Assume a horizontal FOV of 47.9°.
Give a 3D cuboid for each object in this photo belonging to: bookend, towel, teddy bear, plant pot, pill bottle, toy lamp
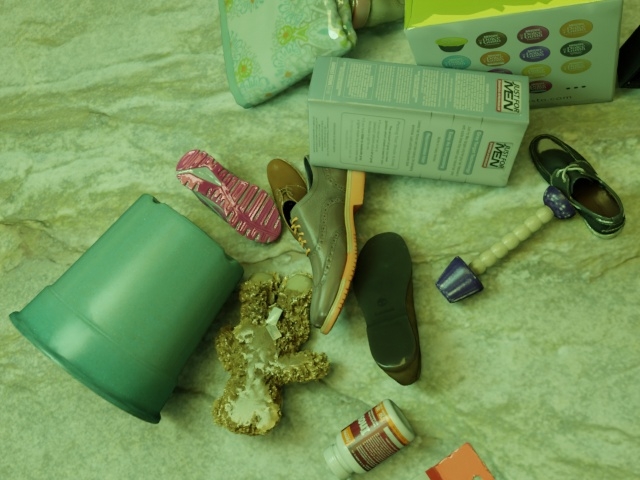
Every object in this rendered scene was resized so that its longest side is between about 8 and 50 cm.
[{"bbox_3d":[0.617,-0.327,1.235,0.157,0.156,0.073,1,73,-4],"label":"bookend"},{"bbox_3d":[-0.089,-0.506,1.517,0.320,0.090,0.375,-21,74,42],"label":"towel"},{"bbox_3d":[-0.098,0.209,1.384,0.244,0.113,0.338,-11,63,9],"label":"teddy bear"},{"bbox_3d":[-0.342,0.114,1.384,0.341,0.341,0.334,32,77,25],"label":"plant pot"},{"bbox_3d":[0.084,0.355,1.272,0.152,0.086,0.086,-37,65,5],"label":"pill bottle"},{"bbox_3d":[0.327,0.011,1.300,0.274,0.080,0.080,-40,65,3],"label":"toy lamp"}]

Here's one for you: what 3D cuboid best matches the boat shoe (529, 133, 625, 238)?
[{"bbox_3d":[0.460,-0.111,1.292,0.084,0.079,0.233,-36,64,7],"label":"boat shoe"}]

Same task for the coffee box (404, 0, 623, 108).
[{"bbox_3d":[0.346,-0.459,1.298,0.337,0.334,0.339,-3,73,18],"label":"coffee box"}]

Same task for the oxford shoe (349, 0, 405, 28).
[{"bbox_3d":[0.066,-0.597,1.575,0.146,0.140,0.397,-5,57,-22],"label":"oxford shoe"}]

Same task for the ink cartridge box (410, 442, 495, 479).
[{"bbox_3d":[0.208,0.478,1.210,0.224,0.056,0.181,-38,65,6],"label":"ink cartridge box"}]

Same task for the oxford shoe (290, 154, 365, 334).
[{"bbox_3d":[0.000,0.000,1.367,0.132,0.130,0.364,11,63,-8],"label":"oxford shoe"}]

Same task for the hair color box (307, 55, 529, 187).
[{"bbox_3d":[0.169,-0.213,1.305,0.374,0.185,0.114,7,59,5],"label":"hair color box"}]

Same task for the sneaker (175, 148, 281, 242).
[{"bbox_3d":[-0.181,-0.089,1.500,0.252,0.111,0.103,41,86,3],"label":"sneaker"}]

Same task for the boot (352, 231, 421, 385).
[{"bbox_3d":[0.130,0.123,1.328,0.112,0.115,0.306,-14,50,15],"label":"boot"}]

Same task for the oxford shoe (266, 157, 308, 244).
[{"bbox_3d":[-0.062,-0.091,1.470,0.076,0.076,0.212,-31,64,10],"label":"oxford shoe"}]
